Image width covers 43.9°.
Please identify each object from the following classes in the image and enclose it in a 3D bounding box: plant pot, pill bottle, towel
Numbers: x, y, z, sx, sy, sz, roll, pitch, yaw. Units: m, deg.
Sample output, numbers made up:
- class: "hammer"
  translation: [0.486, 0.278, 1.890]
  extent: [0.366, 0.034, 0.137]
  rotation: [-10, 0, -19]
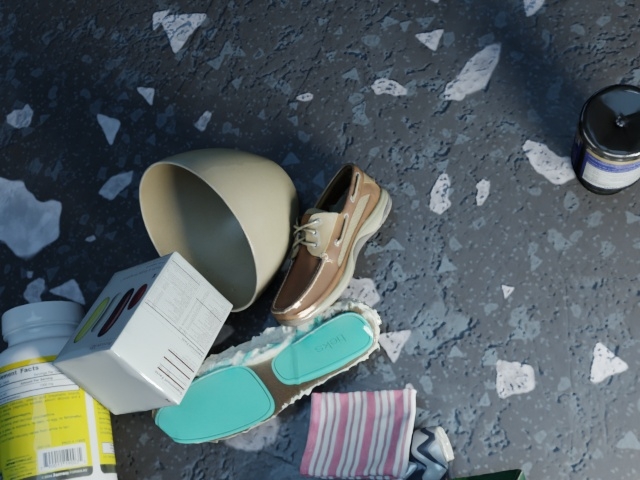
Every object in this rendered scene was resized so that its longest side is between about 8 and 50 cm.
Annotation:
- class: "plant pot"
  translation: [-0.146, -0.046, 1.376]
  extent: [0.284, 0.284, 0.191]
  rotation: [39, 51, 19]
- class: "pill bottle"
  translation: [0.465, -0.149, 1.265]
  extent: [0.123, 0.219, 0.122]
  rotation: [-3, 75, 12]
- class: "towel"
  translation: [0.059, 0.311, 1.281]
  extent: [0.197, 0.029, 0.144]
  rotation: [-10, 58, 33]
- class: "pill bottle"
  translation: [-0.464, 0.283, 1.375]
  extent: [0.188, 0.188, 0.334]
  rotation: [-15, 71, 9]

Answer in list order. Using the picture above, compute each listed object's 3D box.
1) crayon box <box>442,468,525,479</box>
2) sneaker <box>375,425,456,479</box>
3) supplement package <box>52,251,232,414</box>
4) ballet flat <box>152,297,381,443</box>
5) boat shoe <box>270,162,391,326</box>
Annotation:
- class: "crayon box"
  translation: [0.157, 0.465, 1.155]
  extent: [0.323, 0.083, 0.203]
  rotation: [-16, 87, 23]
- class: "sneaker"
  translation: [0.152, 0.424, 1.250]
  extent: [0.153, 0.094, 0.235]
  rotation: [-21, 83, 19]
- class: "supplement package"
  translation: [-0.292, 0.155, 1.313]
  extent: [0.194, 0.149, 0.203]
  rotation: [-18, 34, 42]
- class: "ballet flat"
  translation: [-0.083, 0.215, 1.344]
  extent: [0.409, 0.147, 0.147]
  rotation: [-25, 71, 3]
- class: "boat shoe"
  translation: [0.000, 0.000, 1.328]
  extent: [0.123, 0.116, 0.324]
  rotation: [-9, 40, 45]
